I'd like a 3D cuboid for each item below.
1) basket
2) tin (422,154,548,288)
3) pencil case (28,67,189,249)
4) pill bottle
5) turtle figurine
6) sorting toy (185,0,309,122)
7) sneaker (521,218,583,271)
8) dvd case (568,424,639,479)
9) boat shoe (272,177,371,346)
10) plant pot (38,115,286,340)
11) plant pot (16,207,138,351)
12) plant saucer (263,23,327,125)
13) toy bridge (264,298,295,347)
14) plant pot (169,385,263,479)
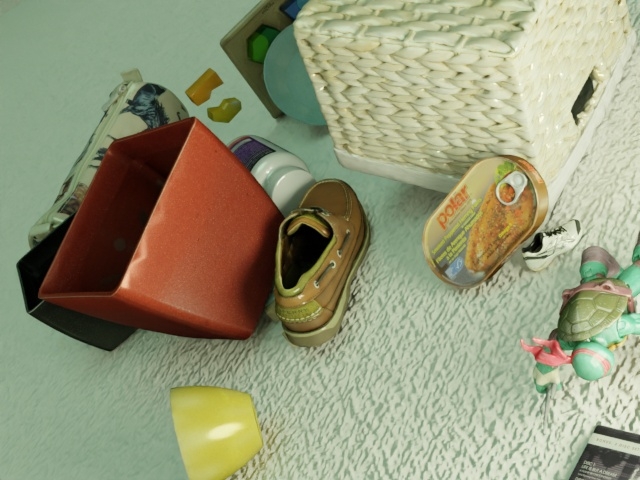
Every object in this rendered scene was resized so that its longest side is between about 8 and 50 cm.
[{"bbox_3d":[0.189,-0.261,1.375,0.331,0.266,0.328,14,58,32],"label":"basket"},{"bbox_3d":[0.196,-0.023,1.279,0.040,0.106,0.189,-24,-22,-49],"label":"tin"},{"bbox_3d":[-0.390,-0.119,1.973,0.160,0.183,0.410,-12,43,37],"label":"pencil case"},{"bbox_3d":[-0.081,-0.097,1.688,0.108,0.108,0.193,-46,32,-7],"label":"pill bottle"},{"bbox_3d":[0.293,0.086,1.075,0.175,0.118,0.234,-5,38,33],"label":"turtle figurine"},{"bbox_3d":[-0.081,-0.310,1.849,0.307,0.229,0.041,-46,52,-7],"label":"sorting toy"},{"bbox_3d":[0.275,0.000,1.263,0.083,0.037,0.032,-42,30,-3],"label":"sneaker"},{"bbox_3d":[0.271,0.276,0.955,0.164,0.018,0.221,5,55,51],"label":"dvd case"},{"bbox_3d":[0.000,0.000,1.464,0.111,0.104,0.307,-11,39,15],"label":"boat shoe"},{"bbox_3d":[-0.201,0.012,1.524,0.267,0.236,0.267,-6,58,54],"label":"plant pot"},{"bbox_3d":[-0.361,0.066,1.734,0.187,0.167,0.188,-41,33,1],"label":"plant pot"},{"bbox_3d":[0.001,-0.283,1.807,0.195,0.195,0.037,-46,-9,-7],"label":"plant saucer"},{"bbox_3d":[-0.050,0.087,1.512,0.063,0.026,0.188,-42,31,-2],"label":"toy bridge"},{"bbox_3d":[-0.125,0.238,1.336,0.095,0.134,0.134,-14,34,-3],"label":"plant pot"}]
